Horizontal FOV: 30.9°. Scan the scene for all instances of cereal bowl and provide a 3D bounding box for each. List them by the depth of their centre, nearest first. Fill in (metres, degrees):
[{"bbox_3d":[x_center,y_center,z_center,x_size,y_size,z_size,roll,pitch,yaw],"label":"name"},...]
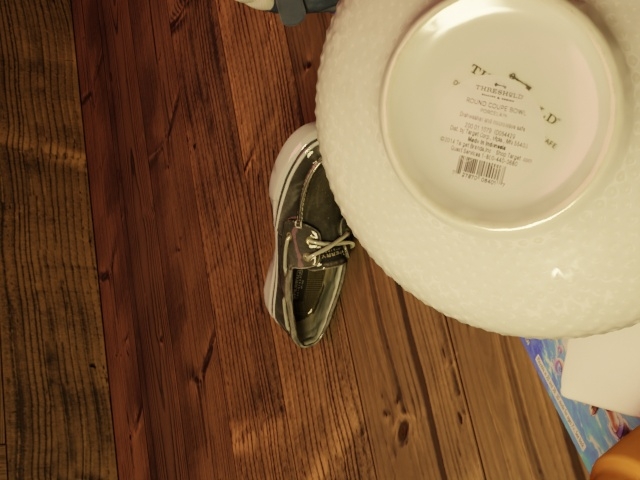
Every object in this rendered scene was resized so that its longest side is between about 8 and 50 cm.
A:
[{"bbox_3d":[0.142,-0.091,0.795,0.338,0.141,0.339,3,97,24],"label":"cereal bowl"}]

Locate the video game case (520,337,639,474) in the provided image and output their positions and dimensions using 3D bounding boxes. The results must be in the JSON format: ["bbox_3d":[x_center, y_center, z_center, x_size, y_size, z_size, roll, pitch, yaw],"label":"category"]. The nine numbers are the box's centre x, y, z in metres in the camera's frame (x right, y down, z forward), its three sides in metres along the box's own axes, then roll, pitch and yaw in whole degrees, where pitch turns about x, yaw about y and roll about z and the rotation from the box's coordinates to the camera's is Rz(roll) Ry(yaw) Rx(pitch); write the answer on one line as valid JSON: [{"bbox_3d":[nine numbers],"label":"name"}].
[{"bbox_3d":[0.281,0.080,0.989,0.270,0.061,0.244,-112,35,-42],"label":"video game case"}]

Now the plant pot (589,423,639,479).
[{"bbox_3d":[0.232,0.285,0.766,0.291,0.203,0.291,57,169,17],"label":"plant pot"}]

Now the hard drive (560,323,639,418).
[{"bbox_3d":[0.328,0.031,0.794,0.353,0.047,0.233,9,87,55],"label":"hard drive"}]

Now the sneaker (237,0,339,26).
[{"bbox_3d":[-0.020,-0.427,1.478,0.323,0.236,0.130,116,146,-42],"label":"sneaker"}]

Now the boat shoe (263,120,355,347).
[{"bbox_3d":[0.000,0.000,1.580,0.119,0.121,0.335,52,146,44],"label":"boat shoe"}]
